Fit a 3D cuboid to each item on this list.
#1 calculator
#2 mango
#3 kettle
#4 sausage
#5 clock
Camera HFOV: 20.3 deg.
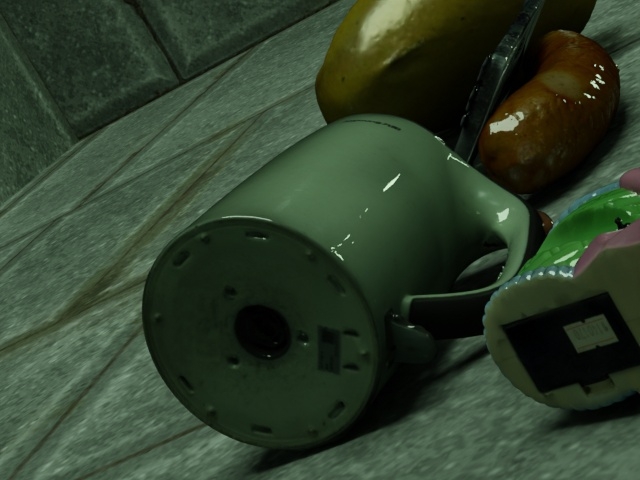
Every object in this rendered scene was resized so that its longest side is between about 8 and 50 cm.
[{"bbox_3d":[0.150,-0.125,1.581,0.261,0.021,0.161,-55,-14,-63],"label":"calculator"},{"bbox_3d":[0.136,-0.212,1.780,0.365,0.182,0.253,-43,-7,-34],"label":"mango"},{"bbox_3d":[0.033,0.020,1.217,0.240,0.165,0.255,7,23,21],"label":"kettle"},{"bbox_3d":[0.201,-0.116,1.502,0.103,0.076,0.302,-24,12,20],"label":"sausage"},{"bbox_3d":[0.202,0.000,0.960,0.194,0.100,0.195,-20,14,49],"label":"clock"}]
